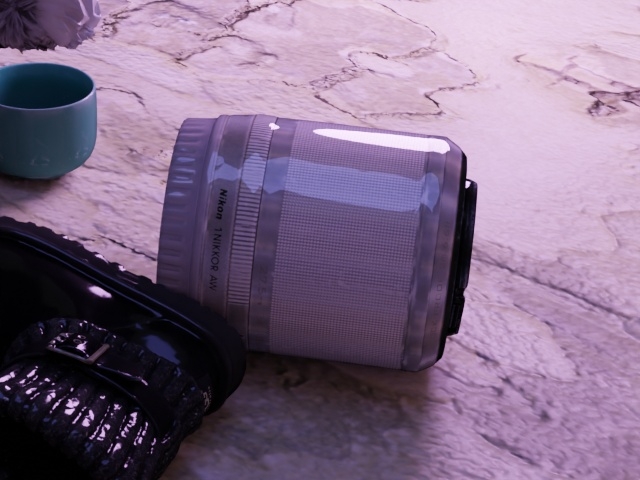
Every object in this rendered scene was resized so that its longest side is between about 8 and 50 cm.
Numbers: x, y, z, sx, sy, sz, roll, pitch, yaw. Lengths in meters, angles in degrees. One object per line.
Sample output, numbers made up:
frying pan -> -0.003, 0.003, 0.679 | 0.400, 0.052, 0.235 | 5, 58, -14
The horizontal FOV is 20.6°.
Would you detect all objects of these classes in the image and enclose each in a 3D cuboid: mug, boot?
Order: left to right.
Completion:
boot -> -0.257, 0.108, 1.481 | 0.348, 0.131, 0.260 | 17, 32, 18
mug -> -0.312, -0.130, 1.919 | 0.129, 0.097, 0.158 | -10, 30, -22

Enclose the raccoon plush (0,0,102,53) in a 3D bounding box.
raccoon plush -> -0.431, -0.226, 1.941 | 0.446, 0.216, 0.299 | 5, 19, 6

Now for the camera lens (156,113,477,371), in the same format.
camera lens -> 0.000, 0.000, 1.624 | 0.274, 0.219, 0.219 | 7, 30, 2
